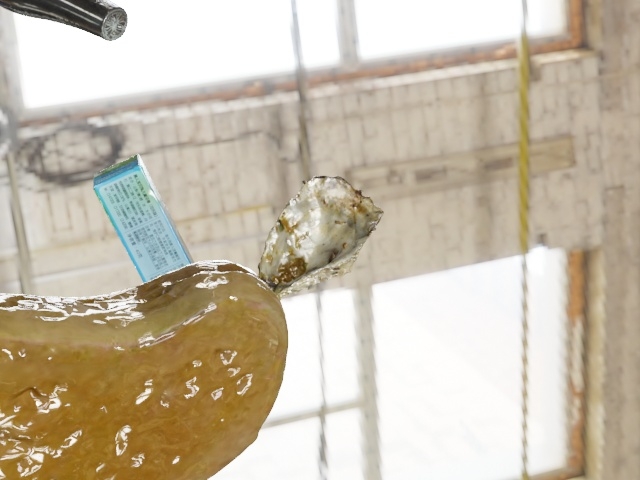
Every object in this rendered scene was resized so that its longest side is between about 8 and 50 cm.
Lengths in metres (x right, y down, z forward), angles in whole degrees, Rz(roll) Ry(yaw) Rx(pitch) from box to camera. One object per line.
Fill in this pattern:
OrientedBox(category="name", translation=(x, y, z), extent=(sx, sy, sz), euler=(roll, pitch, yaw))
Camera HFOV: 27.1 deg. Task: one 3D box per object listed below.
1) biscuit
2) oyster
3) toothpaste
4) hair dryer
OrientedBox(category="biscuit", translation=(-0.218, 0.110, 0.704), extent=(0.076, 0.394, 0.368), euler=(49, -60, 44))
OrientedBox(category="oyster", translation=(-0.006, 0.005, 1.538), extent=(0.177, 0.105, 0.056), euler=(-60, 180, -20))
OrientedBox(category="toothpaste", translation=(-0.190, 0.026, 1.620), extent=(0.050, 0.065, 0.266), euler=(-109, 174, -66))
OrientedBox(category="hair dryer", translation=(-0.277, -0.281, 1.193), extent=(0.195, 0.075, 0.219), euler=(29, -23, 27))
